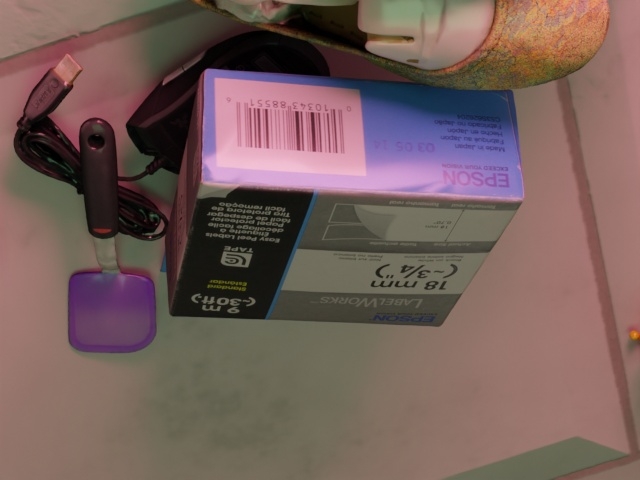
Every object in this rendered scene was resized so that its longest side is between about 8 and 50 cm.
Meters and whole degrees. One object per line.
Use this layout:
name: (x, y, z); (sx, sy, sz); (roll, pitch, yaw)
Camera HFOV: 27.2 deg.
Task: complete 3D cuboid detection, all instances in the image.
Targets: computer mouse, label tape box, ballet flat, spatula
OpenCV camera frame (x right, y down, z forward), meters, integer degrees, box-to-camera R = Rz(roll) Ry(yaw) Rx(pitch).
computer mouse: (-0.132, -0.121, 1.108); (0.262, 0.060, 0.184); (-37, 126, 27)
label tape box: (0.000, 0.000, 1.089); (0.241, 0.106, 0.333); (3, 151, -11)
ballet flat: (0.028, -0.181, 0.951); (0.348, 0.123, 0.123); (21, 127, 26)
spatula: (-0.188, 0.003, 1.164); (0.084, 0.030, 0.296); (3, 140, -3)

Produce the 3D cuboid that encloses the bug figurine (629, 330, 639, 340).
bug figurine: (0.464, 0.120, 1.361); (0.279, 0.072, 0.216); (39, 103, -24)
